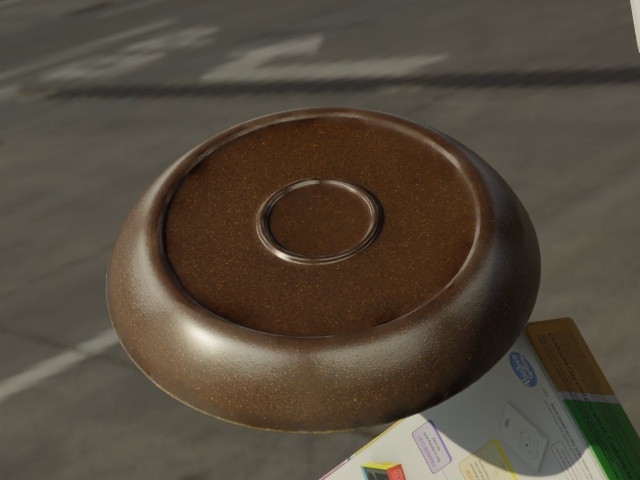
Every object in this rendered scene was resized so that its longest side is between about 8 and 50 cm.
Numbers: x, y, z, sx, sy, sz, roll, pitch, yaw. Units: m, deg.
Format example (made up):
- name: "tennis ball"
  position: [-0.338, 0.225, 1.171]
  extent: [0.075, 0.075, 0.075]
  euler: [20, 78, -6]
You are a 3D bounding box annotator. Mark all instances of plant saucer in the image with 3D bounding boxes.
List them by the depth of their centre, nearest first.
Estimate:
- name: "plant saucer"
  position: [0.000, 0.000, 1.094]
  extent: [0.311, 0.050, 0.310]
  euler: [-2, 44, 2]

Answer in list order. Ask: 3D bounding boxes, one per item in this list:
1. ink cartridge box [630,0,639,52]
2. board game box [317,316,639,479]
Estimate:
- name: "ink cartridge box"
  position: [0.328, -0.252, 1.204]
  extent: [0.131, 0.226, 0.306]
  euler: [-10, -2, 28]
- name: "board game box"
  position: [0.124, 0.241, 1.192]
  extent: [0.064, 0.242, 0.316]
  euler: [-6, -28, -47]
